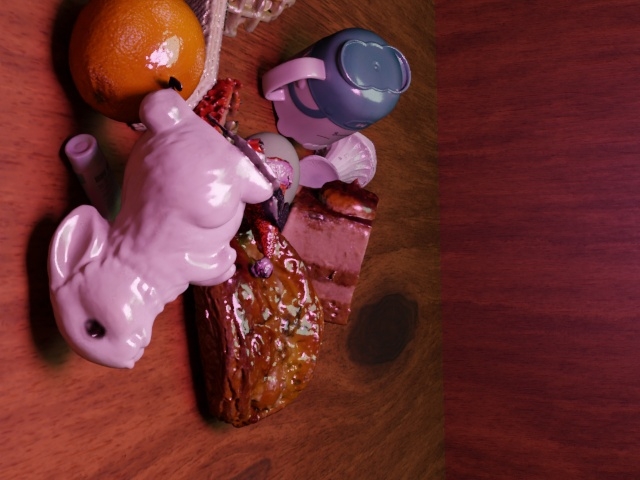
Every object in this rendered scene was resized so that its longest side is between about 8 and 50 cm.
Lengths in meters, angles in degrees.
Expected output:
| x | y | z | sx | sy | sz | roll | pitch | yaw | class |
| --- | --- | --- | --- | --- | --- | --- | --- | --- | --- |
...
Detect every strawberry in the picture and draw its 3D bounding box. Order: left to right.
| x | y | z | sx | sy | sz | roll | pitch | yaw | class |
| --- | --- | --- | --- | --- | --- | --- | --- | --- | --- |
| -0.204 | -0.181 | 1.407 | 0.286 | 0.106 | 0.188 | -80 | -177 | -73 | strawberry |

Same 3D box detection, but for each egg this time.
| x | y | z | sx | sy | sz | roll | pitch | yaw | class |
| --- | --- | --- | --- | --- | --- | --- | --- | --- | --- |
| -0.115 | -0.124 | 1.628 | 0.149 | 0.149 | 0.192 | 60 | 42 | -52 | egg |

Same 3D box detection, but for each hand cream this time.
| x | y | z | sx | sy | sz | roll | pitch | yaw | class |
| --- | --- | --- | --- | --- | --- | --- | --- | --- | --- |
| -0.324 | -0.079 | 1.243 | 0.174 | 0.047 | 0.076 | 76 | 22 | -51 | hand cream |

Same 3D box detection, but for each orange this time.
| x | y | z | sx | sy | sz | roll | pitch | yaw | class |
| --- | --- | --- | --- | --- | --- | --- | --- | --- | --- |
| -0.263 | -0.267 | 1.208 | 0.206 | 0.205 | 0.206 | -1 | 90 | -69 | orange |

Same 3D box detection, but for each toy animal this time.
| x | y | z | sx | sy | sz | roll | pitch | yaw | class |
| --- | --- | --- | --- | --- | --- | --- | --- | --- | --- |
| -0.238 | -0.010 | 1.148 | 0.258 | 0.194 | 0.357 | 45 | 75 | -14 | toy animal |

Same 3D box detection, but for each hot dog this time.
| x | y | z | sx | sy | sz | roll | pitch | yaw | class |
| --- | --- | --- | --- | --- | --- | --- | --- | --- | --- |
| -0.123 | 0.149 | 1.552 | 0.267 | 0.174 | 0.388 | -17 | 105 | -53 | hot dog |

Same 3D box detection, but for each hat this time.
| x | y | z | sx | sy | sz | roll | pitch | yaw | class |
| --- | --- | --- | --- | --- | --- | --- | --- | --- | --- |
| -0.100 | -0.048 | 1.463 | 0.140 | 0.128 | 0.228 | 146 | -59 | -69 | hat |

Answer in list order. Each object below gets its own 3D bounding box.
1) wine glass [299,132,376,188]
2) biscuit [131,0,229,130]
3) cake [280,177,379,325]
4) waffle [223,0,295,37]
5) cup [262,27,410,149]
| x | y | z | sx | sy | sz | roll | pitch | yaw | class |
| --- | --- | --- | --- | --- | --- | --- | --- | --- | --- |
| 0.033 | -0.169 | 2.014 | 0.196 | 0.164 | 0.165 | -46 | 131 | -57 | wine glass |
| -0.230 | -0.302 | 1.345 | 0.052 | 0.150 | 0.253 | 31 | 61 | -57 | biscuit |
| 0.000 | 0.000 | 1.714 | 0.196 | 0.198 | 0.293 | -72 | 179 | -70 | cake |
| -0.127 | -0.531 | 1.545 | 0.291 | 0.056 | 0.309 | -35 | 140 | -18 | waffle |
| 0.015 | -0.338 | 1.832 | 0.289 | 0.257 | 0.220 | 0 | 78 | -39 | cup |
